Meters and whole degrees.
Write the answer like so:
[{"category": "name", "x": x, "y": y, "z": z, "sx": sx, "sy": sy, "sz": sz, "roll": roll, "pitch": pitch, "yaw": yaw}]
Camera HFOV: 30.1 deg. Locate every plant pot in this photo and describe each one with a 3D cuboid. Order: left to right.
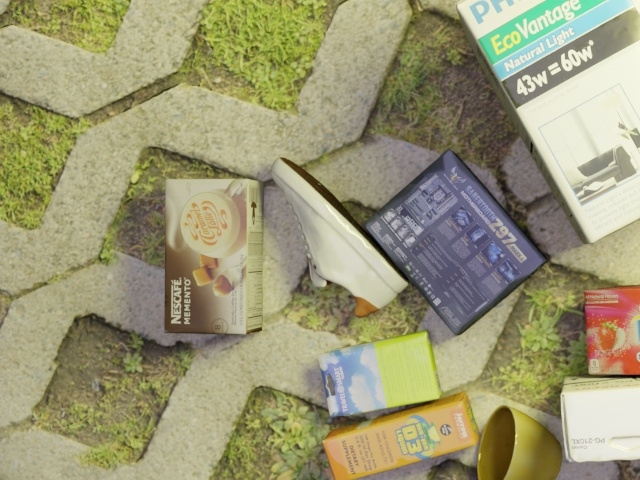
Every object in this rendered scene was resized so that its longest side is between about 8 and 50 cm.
[{"category": "plant pot", "x": 0.308, "y": 0.325, "z": 1.805, "sx": 0.095, "sy": 0.134, "sz": 0.134, "roll": 14, "pitch": 93, "yaw": -12}]

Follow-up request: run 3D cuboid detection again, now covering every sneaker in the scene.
[{"category": "sneaker", "x": 0.000, "y": 0.000, "z": 1.876, "sx": 0.123, "sy": 0.106, "sz": 0.290, "roll": -44, "pitch": 80, "yaw": 12}]

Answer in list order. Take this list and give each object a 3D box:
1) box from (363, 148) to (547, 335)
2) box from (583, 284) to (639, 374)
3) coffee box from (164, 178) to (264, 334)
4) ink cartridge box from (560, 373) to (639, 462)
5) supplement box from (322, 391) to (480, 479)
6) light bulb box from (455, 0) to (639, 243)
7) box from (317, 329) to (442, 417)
[{"category": "box", "x": 0.209, "y": 0.003, "z": 1.852, "sx": 0.183, "sy": 0.059, "sz": 0.233, "roll": -42, "pitch": 81, "yaw": 10}, {"category": "box", "x": 0.514, "y": 0.124, "z": 1.693, "sx": 0.257, "sy": 0.122, "sz": 0.128, "roll": -5, "pitch": 88, "yaw": 47}, {"category": "coffee box", "x": -0.171, "y": 0.025, "z": 1.919, "sx": 0.141, "sy": 0.098, "sz": 0.247, "roll": 1, "pitch": 90, "yaw": 13}, {"category": "ink cartridge box", "x": 0.436, "y": 0.247, "z": 1.708, "sx": 0.172, "sy": 0.237, "sz": 0.100, "roll": -6, "pitch": 89, "yaw": 13}, {"category": "supplement box", "x": 0.127, "y": 0.308, "z": 1.862, "sx": 0.233, "sy": 0.080, "sz": 0.078, "roll": -19, "pitch": 88, "yaw": 10}, {"category": "light bulb box", "x": 0.380, "y": -0.199, "z": 1.662, "sx": 0.225, "sy": 0.358, "sz": 0.361, "roll": -29, "pitch": 85, "yaw": 9}, {"category": "box", "x": 0.094, "y": 0.212, "z": 1.886, "sx": 0.178, "sy": 0.042, "sz": 0.109, "roll": -13, "pitch": 86, "yaw": 13}]
